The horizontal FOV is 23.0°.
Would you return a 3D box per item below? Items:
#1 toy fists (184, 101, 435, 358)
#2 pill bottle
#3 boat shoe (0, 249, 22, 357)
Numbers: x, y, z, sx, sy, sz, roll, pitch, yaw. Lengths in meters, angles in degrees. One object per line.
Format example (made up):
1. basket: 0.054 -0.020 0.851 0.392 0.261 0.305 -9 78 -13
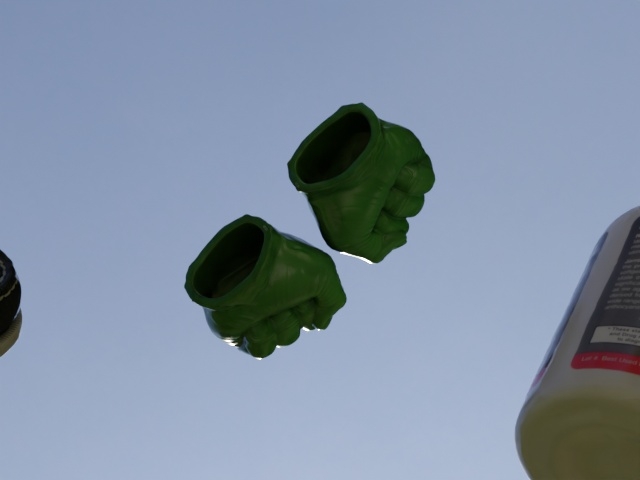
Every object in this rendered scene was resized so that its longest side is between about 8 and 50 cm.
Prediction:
1. toy fists: 0.000 0.000 1.551 0.279 0.096 0.142 -48 -37 1
2. pill bottle: 0.291 0.077 1.300 0.318 0.176 0.176 -57 -36 -41
3. boat shoe: -0.266 0.018 0.748 0.302 0.114 0.091 -7 -52 -47
